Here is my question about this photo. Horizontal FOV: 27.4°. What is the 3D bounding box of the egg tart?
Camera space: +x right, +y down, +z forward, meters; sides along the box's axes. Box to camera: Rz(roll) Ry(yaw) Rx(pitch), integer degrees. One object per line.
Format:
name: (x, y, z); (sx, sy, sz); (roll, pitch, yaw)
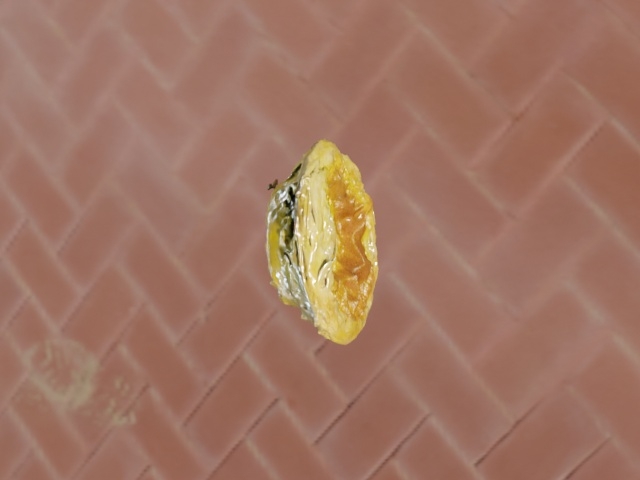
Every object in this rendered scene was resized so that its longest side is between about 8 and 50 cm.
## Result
egg tart: (0.000, 0.000, 0.802); (0.052, 0.130, 0.130); (-5, 90, 18)
